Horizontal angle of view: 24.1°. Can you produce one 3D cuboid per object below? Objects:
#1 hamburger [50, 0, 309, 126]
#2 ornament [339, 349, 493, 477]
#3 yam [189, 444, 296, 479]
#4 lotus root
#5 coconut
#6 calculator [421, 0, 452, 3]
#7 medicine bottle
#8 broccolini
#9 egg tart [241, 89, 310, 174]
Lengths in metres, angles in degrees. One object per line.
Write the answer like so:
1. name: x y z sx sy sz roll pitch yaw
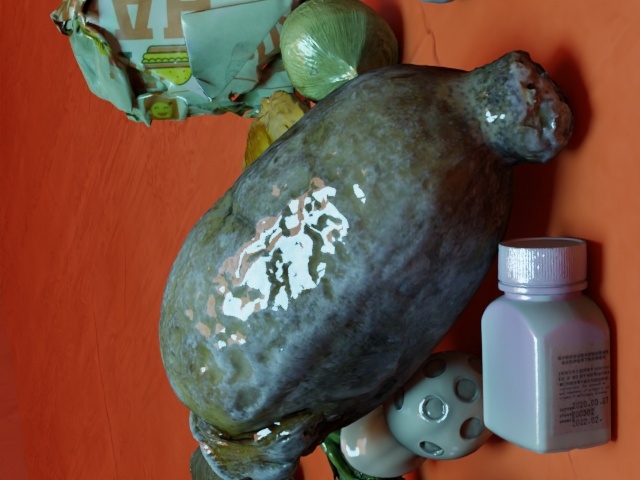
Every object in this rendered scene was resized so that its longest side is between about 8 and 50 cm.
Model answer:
1. hamburger: -0.103 -0.193 1.316 0.214 0.235 0.125 -60 12 5
2. ornament: 0.070 0.118 1.032 0.156 0.075 0.081 130 133 -65
3. yam: -0.074 0.238 1.458 0.179 0.078 0.078 -175 81 -71
4. lotus root: 0.015 0.004 0.946 0.349 0.175 0.175 -51 41 26
5. coconut: 0.014 -0.140 1.119 0.096 0.088 0.087 -112 26 -57
6. calculator: 0.057 -0.262 1.036 0.246 0.045 0.141 -121 32 -50
7. medicine bottle: 0.131 0.059 0.878 0.074 0.055 0.118 -164 70 -70
8. broccolini: -0.006 0.128 1.112 0.239 0.051 0.054 51 160 -8
9. egg tart: 0.000 0.000 1.160 0.241 0.106 0.241 174 90 -73
